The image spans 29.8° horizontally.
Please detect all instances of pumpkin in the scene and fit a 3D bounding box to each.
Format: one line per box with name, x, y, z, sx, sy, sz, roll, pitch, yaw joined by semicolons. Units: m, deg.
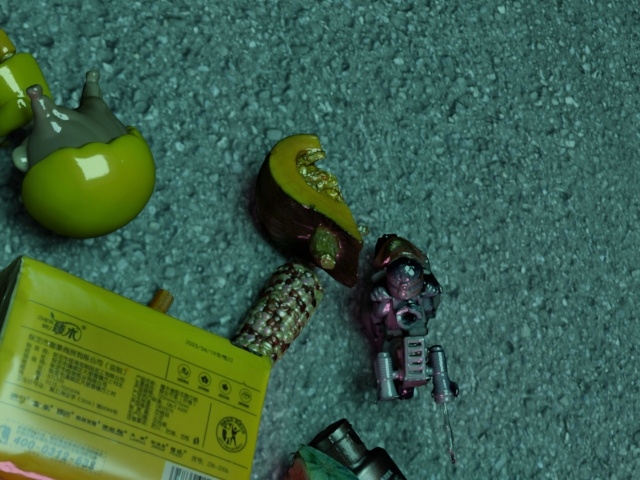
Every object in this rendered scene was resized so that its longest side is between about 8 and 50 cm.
pumpkin;-0.029;-0.040;1.929;0.126;0.131;0.248;-10;58;-29

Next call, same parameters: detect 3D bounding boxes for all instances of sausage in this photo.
sausage;-0.252;0.120;1.773;0.031;0.031;0.107;40;51;-16

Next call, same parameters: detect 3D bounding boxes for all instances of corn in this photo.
corn;-0.087;0.142;1.848;0.092;0.092;0.280;45;53;-12

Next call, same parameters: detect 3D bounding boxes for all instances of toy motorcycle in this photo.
toy motorcycle;0.141;0.163;1.938;0.134;0.207;0.401;-2;73;-7

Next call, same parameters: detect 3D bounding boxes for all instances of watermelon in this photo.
watermelon;0.034;0.418;1.762;0.146;0.128;0.231;6;81;-27

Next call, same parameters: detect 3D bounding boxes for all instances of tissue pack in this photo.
tissue pack;-0.287;0.234;1.564;0.382;0.228;0.293;26;57;-27

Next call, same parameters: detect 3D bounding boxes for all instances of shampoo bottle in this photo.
shampoo bottle;0.103;0.426;1.863;0.129;0.084;0.323;-39;94;-32

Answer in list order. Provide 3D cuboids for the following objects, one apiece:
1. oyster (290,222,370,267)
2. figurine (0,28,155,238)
oyster;0.000;0.000;2.017;0.146;0.045;0.122;31;68;-22
figurine;-0.388;-0.153;1.711;0.344;0.187;0.215;47;37;-1
